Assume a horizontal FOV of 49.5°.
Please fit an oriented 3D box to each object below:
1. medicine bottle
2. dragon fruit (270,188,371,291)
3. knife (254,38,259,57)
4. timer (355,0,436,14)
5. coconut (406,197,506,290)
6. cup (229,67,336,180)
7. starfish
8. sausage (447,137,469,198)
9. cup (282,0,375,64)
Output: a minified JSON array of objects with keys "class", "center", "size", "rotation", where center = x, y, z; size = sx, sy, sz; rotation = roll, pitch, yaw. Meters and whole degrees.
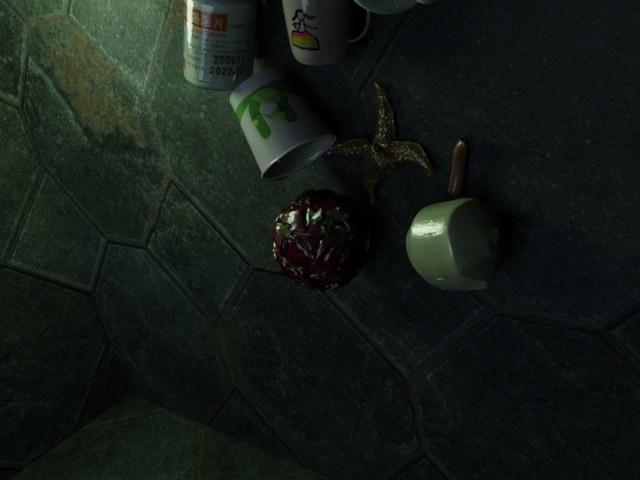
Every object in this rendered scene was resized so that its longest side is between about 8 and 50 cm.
[{"class":"medicine bottle","center":[-0.286,-0.635,1.982],"size":[0.211,0.211,0.372],"rotation":[28,129,28]},{"class":"dragon fruit","center":[0.001,0.003,2.104],"size":[0.329,0.329,0.329],"rotation":[23,130,32]},{"class":"knife","center":[-0.260,-0.742,2.067],"size":[0.132,0.038,0.399],"rotation":[8,121,36]},{"class":"timer","center":[0.164,-0.628,1.587],"size":[0.233,0.240,0.234],"rotation":[-2,134,-2]},{"class":"coconut","center":[0.367,0.011,1.810],"size":[0.247,0.245,0.245],"rotation":[2,117,52]},{"class":"cup","center":[-0.123,-0.348,2.058],"size":[0.253,0.253,0.274],"rotation":[-39,78,49]},{"class":"starfish","center":[0.139,-0.252,1.971],"size":[0.302,0.084,0.293],"rotation":[54,138,-4]},{"class":"sausage","center":[0.364,-0.190,1.823],"size":[0.040,0.047,0.177],"rotation":[15,127,18]},{"class":"cup","center":[0.029,-0.571,1.796],"size":[0.252,0.191,0.201],"rotation":[12,125,30]}]
